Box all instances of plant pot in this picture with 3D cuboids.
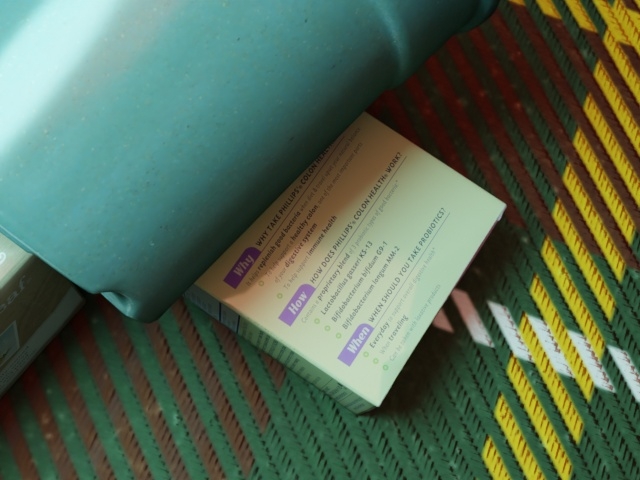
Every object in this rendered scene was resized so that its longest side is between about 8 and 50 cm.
[{"bbox_3d":[-0.111,-0.147,0.622,0.341,0.341,0.334,39,84,5],"label":"plant pot"}]

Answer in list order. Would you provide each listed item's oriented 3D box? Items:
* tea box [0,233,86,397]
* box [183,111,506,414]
[{"bbox_3d":[-0.424,0.052,0.689,0.323,0.220,0.329,39,75,6],"label":"tea box"},{"bbox_3d":[0.000,0.000,0.801,0.243,0.117,0.213,34,74,2],"label":"box"}]
